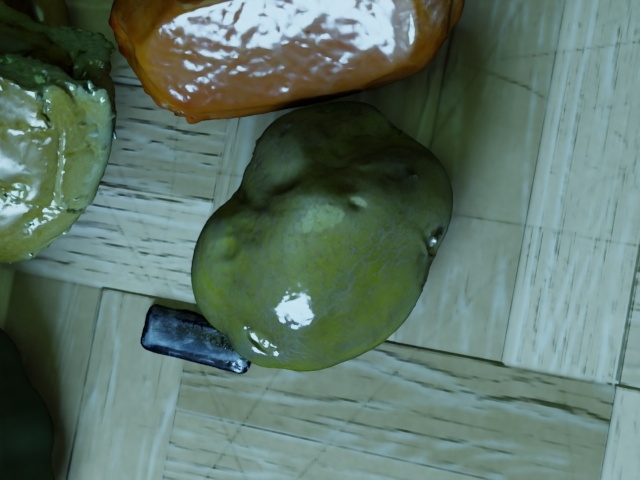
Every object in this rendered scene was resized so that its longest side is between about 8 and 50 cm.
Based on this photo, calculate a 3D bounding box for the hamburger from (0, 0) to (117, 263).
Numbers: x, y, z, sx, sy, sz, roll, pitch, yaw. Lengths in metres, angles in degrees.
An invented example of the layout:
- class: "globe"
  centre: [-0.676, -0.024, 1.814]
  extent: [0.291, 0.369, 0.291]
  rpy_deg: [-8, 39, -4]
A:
- class: "hamburger"
  centre: [-0.296, -0.093, 1.104]
  extent: [0.309, 0.132, 0.211]
  rpy_deg: [21, 127, 20]

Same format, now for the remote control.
- class: "remote control"
  centre: [-0.097, 0.076, 1.100]
  extent: [0.096, 0.014, 0.039]
  rpy_deg: [12, 88, 20]

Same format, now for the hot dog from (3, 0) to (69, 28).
- class: "hot dog"
  centre: [-0.248, -0.181, 1.162]
  extent: [0.140, 0.060, 0.089]
  rpy_deg: [34, 100, 27]

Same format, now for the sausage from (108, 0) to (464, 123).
- class: "sausage"
  centre: [-0.023, -0.174, 1.025]
  extent: [0.268, 0.153, 0.141]
  rpy_deg: [-10, 39, 19]

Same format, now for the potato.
- class: "potato"
  centre: [0.002, 0.001, 1.013]
  extent: [0.200, 0.137, 0.154]
  rpy_deg: [-56, 40, 6]

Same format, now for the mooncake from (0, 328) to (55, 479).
- class: "mooncake"
  centre: [-0.384, 0.188, 1.103]
  extent: [0.351, 0.187, 0.351]
  rpy_deg: [-1, 88, 21]
